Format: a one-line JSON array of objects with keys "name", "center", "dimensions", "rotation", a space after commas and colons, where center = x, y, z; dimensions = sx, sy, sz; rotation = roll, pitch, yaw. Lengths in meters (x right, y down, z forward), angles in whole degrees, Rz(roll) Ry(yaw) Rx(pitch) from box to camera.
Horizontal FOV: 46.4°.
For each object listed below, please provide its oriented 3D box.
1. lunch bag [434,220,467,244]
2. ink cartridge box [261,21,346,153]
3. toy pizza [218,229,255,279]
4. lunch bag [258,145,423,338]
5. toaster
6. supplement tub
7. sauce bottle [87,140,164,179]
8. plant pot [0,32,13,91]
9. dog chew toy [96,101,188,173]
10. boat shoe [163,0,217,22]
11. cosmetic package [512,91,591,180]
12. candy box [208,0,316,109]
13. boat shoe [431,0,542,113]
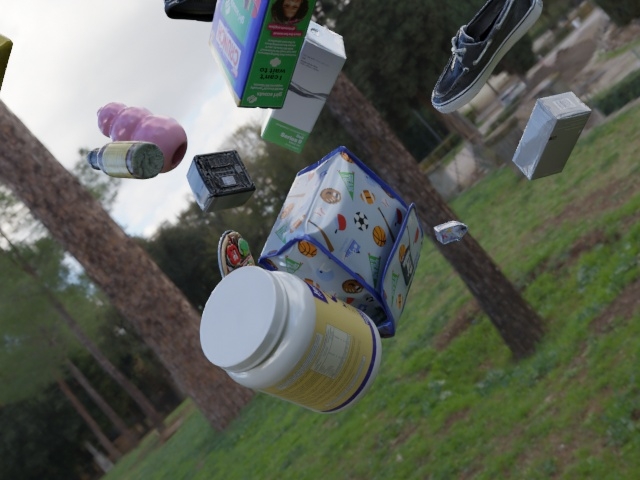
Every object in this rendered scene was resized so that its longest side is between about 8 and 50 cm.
[{"name": "lunch bag", "center": [0.374, -0.025, 2.126], "dimensions": [0.083, 0.053, 0.071], "rotation": [-21, 12, -1]}, {"name": "ink cartridge box", "center": [-0.048, -0.410, 1.980], "dimensions": [0.211, 0.121, 0.289], "rotation": [-94, 28, -59]}, {"name": "toy pizza", "center": [-0.219, 0.068, 2.046], "dimensions": [0.032, 0.201, 0.201], "rotation": [-15, 11, 19]}, {"name": "lunch bag", "center": [0.092, 0.015, 1.871], "dimensions": [0.239, 0.385, 0.328], "rotation": [-25, 32, 46]}, {"name": "toaster", "center": [-0.320, -0.187, 2.346], "dimensions": [0.185, 0.168, 0.110], "rotation": [-14, -25, -36]}, {"name": "supplement tub", "center": [-0.057, 0.205, 1.529], "dimensions": [0.241, 0.331, 0.241], "rotation": [-21, 54, 33]}, {"name": "sauce bottle", "center": [-0.581, -0.237, 2.186], "dimensions": [0.111, 0.111, 0.344], "rotation": [-43, 31, -26]}, {"name": "plant pot", "center": [-0.884, -0.401, 1.749], "dimensions": [0.212, 0.212, 0.187], "rotation": [-53, 12, 38]}, {"name": "dog chew toy", "center": [-0.628, -0.371, 2.587], "dimensions": [0.207, 0.331, 0.206], "rotation": [-58, -8, -14]}, {"name": "boat shoe", "center": [-0.307, -0.700, 2.238], "dimensions": [0.127, 0.339, 0.113], "rotation": [105, 170, -58]}, {"name": "cosmetic package", "center": [0.653, -0.294, 2.122], "dimensions": [0.127, 0.107, 0.238], "rotation": [-17, -39, -19]}, {"name": "candy box", "center": [-0.130, -0.488, 1.610], "dimensions": [0.122, 0.268, 0.317], "rotation": [-3, -46, -26]}, {"name": "boat shoe", "center": [0.315, -0.395, 1.528], "dimensions": [0.301, 0.102, 0.108], "rotation": [-48, 40, 30]}]
